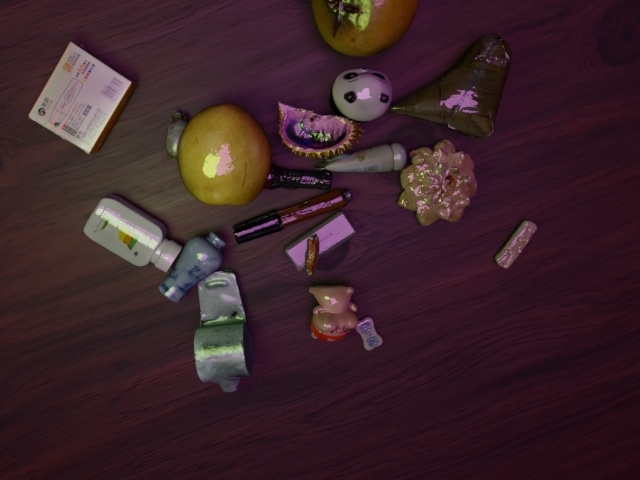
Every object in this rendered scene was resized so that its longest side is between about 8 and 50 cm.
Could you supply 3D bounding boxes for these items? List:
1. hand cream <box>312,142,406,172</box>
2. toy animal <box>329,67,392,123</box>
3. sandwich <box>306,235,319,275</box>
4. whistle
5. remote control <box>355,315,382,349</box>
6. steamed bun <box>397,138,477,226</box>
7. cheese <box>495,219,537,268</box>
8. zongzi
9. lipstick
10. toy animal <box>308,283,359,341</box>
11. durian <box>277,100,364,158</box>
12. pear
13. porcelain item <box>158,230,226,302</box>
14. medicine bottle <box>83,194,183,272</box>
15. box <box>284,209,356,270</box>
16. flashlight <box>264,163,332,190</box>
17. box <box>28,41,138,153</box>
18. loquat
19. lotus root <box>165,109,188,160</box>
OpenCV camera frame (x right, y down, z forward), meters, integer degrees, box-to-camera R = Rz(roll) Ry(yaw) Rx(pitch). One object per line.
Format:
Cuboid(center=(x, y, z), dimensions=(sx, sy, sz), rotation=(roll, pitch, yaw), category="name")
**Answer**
Cuboid(center=(0.132, -0.259, 1.794), dimensions=(0.306, 0.147, 0.093), rotation=(-11, 103, -10), category="hand cream")
Cuboid(center=(0.128, -0.454, 1.700), dimensions=(0.187, 0.235, 0.165), rotation=(-5, 96, -5), category="toy animal")
Cuboid(center=(-0.027, 0.052, 1.813), dimensions=(0.029, 0.067, 0.135), rotation=(9, 90, 16), category="sandwich")
Cuboid(center=(-0.332, 0.309, 1.862), dimensions=(0.168, 0.188, 0.404), rotation=(-7, 69, 1), category="whistle")
Cuboid(center=(0.175, 0.338, 1.966), dimensions=(0.074, 0.032, 0.122), rotation=(-28, 102, 1), category="remote control")
Cuboid(center=(0.404, -0.180, 1.831), dimensions=(0.295, 0.137, 0.292), rotation=(-24, 106, -2), category="steamed bun")
Cuboid(center=(0.704, 0.014, 1.945), dimensions=(0.065, 0.043, 0.194), rotation=(35, 96, -10), category="cheese")
Cuboid(center=(0.417, -0.524, 1.757), dimensions=(0.360, 0.160, 0.323), rotation=(12, 95, -1), category="zongzi")
Cuboid(center=(-0.094, -0.087, 1.831), dimensions=(0.418, 0.077, 0.077), rotation=(-20, 103, -2), category="lipstick")
Cuboid(center=(0.041, 0.251, 1.874), dimensions=(0.171, 0.171, 0.197), rotation=(-2, 98, -5), category="toy animal")
Cuboid(center=(0.004, -0.336, 1.737), dimensions=(0.260, 0.186, 0.153), rotation=(17, 102, 23), category="durian")
Cuboid(center=(-0.295, -0.258, 1.661), dimensions=(0.314, 0.314, 0.314), rotation=(-1, 102, -5), category="pear")
Cuboid(center=(-0.419, 0.084, 1.793), dimensions=(0.141, 0.141, 0.259), rotation=(42, 88, -12), category="porcelain item")
Cuboid(center=(-0.607, -0.013, 1.777), dimensions=(0.296, 0.111, 0.161), rotation=(34, 102, -12), category="medicine bottle")
Cuboid(center=(0.000, 0.000, 1.867), dimensions=(0.244, 0.055, 0.103), rotation=(-34, 103, 3), category="box")
Cuboid(center=(-0.075, -0.203, 1.804), dimensions=(0.232, 0.093, 0.093), rotation=(5, 101, -10), category="flashlight")
Cuboid(center=(-0.737, -0.439, 1.684), dimensions=(0.221, 0.091, 0.274), rotation=(35, 97, -10), category="box")
Cuboid(center=(0.145, -0.727, 1.616), dimensions=(0.359, 0.328, 0.328), rotation=(-36, 108, -43), category="loquat")
Cuboid(center=(-0.454, -0.336, 1.742), dimensions=(0.088, 0.088, 0.165), rotation=(6, 91, -7), category="lotus root")
